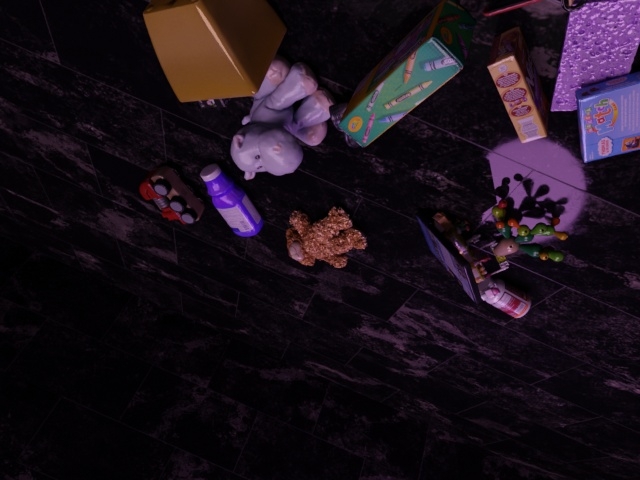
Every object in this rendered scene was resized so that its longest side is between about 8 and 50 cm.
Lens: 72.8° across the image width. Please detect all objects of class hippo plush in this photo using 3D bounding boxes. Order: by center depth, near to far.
[{"bbox_3d":[-0.127,-0.286,1.042,0.294,0.236,0.234,14,145,15],"label":"hippo plush"}]

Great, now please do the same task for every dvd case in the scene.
[{"bbox_3d":[0.357,0.043,1.219,0.022,0.253,0.180,-31,132,3],"label":"dvd case"}]

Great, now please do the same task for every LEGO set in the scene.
[{"bbox_3d":[0.442,0.020,1.238,0.107,0.132,0.287,-31,91,29],"label":"LEGO set"}]

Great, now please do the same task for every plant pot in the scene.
[{"bbox_3d":[-0.227,-0.436,0.892,0.212,0.212,0.187,4,153,26],"label":"plant pot"}]

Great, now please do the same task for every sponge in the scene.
[{"bbox_3d":[0.500,-0.333,0.787,0.117,0.031,0.210,7,143,22],"label":"sponge"}]

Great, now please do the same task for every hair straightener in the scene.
[{"bbox_3d":[0.380,-0.439,0.702,0.230,0.047,0.089,1,140,30],"label":"hair straightener"}]

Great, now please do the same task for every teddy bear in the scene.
[{"bbox_3d":[0.000,0.000,1.464,0.338,0.113,0.245,-3,135,33],"label":"teddy bear"}]

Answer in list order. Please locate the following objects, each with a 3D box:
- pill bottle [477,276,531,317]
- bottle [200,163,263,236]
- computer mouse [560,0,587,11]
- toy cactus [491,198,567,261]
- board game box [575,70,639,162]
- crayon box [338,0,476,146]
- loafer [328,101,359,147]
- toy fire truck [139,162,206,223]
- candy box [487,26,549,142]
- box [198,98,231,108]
[{"bbox_3d":[0.578,0.175,1.375,0.152,0.086,0.086,29,145,-6],"label":"pill bottle"},{"bbox_3d":[-0.304,-0.134,1.480,0.118,0.092,0.283,0,139,30],"label":"bottle"},{"bbox_3d":[0.371,-0.464,0.638,0.071,0.041,0.242,-8,123,28],"label":"computer mouse"},{"bbox_3d":[0.525,-0.015,1.146,0.219,0.112,0.180,29,152,-2],"label":"toy cactus"},{"bbox_3d":[0.601,-0.240,0.806,0.211,0.039,0.160,-13,136,25],"label":"board game box"},{"bbox_3d":[0.166,-0.329,0.873,0.081,0.165,0.278,36,144,-17],"label":"crayon box"},{"bbox_3d":[0.079,-0.279,1.057,0.061,0.062,0.170,-17,162,19],"label":"loafer"},{"bbox_3d":[-0.568,-0.160,1.579,0.246,0.158,0.217,-12,133,27],"label":"toy fire truck"},{"bbox_3d":[0.386,-0.296,0.837,0.053,0.109,0.186,-13,132,42],"label":"candy box"},{"bbox_3d":[-0.281,-0.390,1.149,0.083,0.062,0.052,5,143,25],"label":"box"}]
